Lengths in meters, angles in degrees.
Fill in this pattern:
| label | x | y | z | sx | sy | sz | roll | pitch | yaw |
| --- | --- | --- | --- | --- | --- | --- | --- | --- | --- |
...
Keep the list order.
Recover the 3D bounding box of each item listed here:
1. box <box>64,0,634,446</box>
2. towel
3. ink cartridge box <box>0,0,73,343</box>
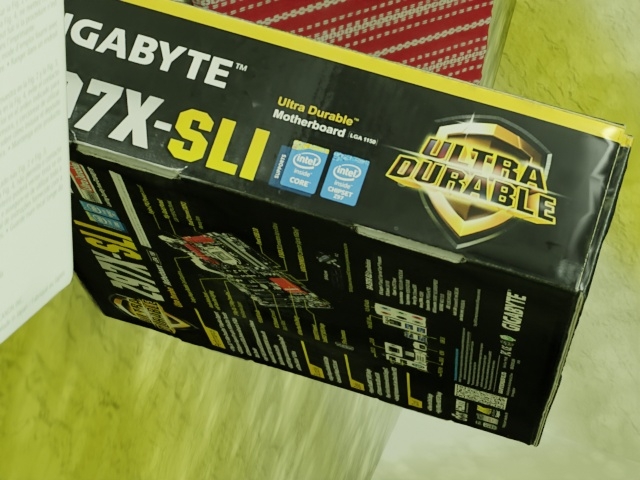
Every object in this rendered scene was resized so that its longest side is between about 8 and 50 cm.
| label | x | y | z | sx | sy | sz | roll | pitch | yaw |
| --- | --- | --- | --- | --- | --- | --- | --- | --- | --- |
| box | 0.000 | 0.000 | 0.837 | 0.322 | 0.257 | 0.079 | 78 | 32 | -72 |
| towel | 0.015 | -0.139 | 1.030 | 0.275 | 0.198 | 0.031 | 95 | -29 | -55 |
| ink cartridge box | -0.139 | -0.052 | 0.517 | 0.189 | 0.066 | 0.232 | -48 | 142 | -56 |
